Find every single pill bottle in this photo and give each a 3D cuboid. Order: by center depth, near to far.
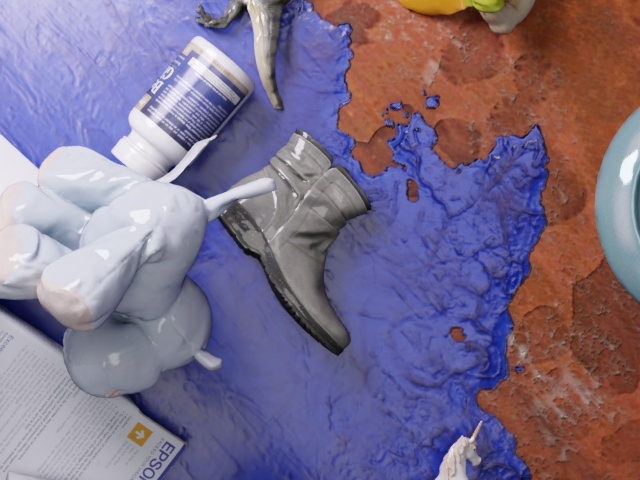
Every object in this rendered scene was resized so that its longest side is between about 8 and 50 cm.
[{"bbox_3d":[-0.163,-0.145,1.378,0.094,0.094,0.169,40,88,-2],"label":"pill bottle"}]

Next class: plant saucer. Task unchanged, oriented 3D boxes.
[{"bbox_3d":[0.493,-0.043,1.431,0.317,0.044,0.318,0,90,-3],"label":"plant saucer"}]

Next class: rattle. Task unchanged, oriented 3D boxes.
[{"bbox_3d":[0.207,-0.348,1.424,0.130,0.142,0.200,33,71,-33],"label":"rattle"}]

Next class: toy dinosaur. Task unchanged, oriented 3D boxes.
[{"bbox_3d":[-0.085,-0.296,1.400,0.118,0.064,0.268,6,93,-9],"label":"toy dinosaur"}]

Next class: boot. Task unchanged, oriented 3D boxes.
[{"bbox_3d":[0.000,0.000,1.396,0.161,0.083,0.246,-36,93,-7],"label":"boot"}]

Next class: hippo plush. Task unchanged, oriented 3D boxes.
[{"bbox_3d":[-0.219,0.037,1.321,0.294,0.237,0.234,-33,50,-24],"label":"hippo plush"}]

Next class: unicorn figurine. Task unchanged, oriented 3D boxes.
[{"bbox_3d":[0.150,0.304,1.409,0.161,0.060,0.111,-26,92,-2],"label":"unicorn figurine"}]

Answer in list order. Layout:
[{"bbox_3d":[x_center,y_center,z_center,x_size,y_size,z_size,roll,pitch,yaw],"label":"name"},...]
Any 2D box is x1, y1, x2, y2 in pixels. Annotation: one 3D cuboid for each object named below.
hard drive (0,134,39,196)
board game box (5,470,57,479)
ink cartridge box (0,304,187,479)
[{"bbox_3d":[-0.457,-0.019,1.272,0.233,0.353,0.047,43,133,-2],"label":"hard drive"},{"bbox_3d":[-0.301,0.431,1.360,0.193,0.053,0.305,15,96,-17],"label":"board game box"},{"bbox_3d":[-0.382,0.265,1.373,0.330,0.071,0.324,39,89,-19],"label":"ink cartridge box"}]
